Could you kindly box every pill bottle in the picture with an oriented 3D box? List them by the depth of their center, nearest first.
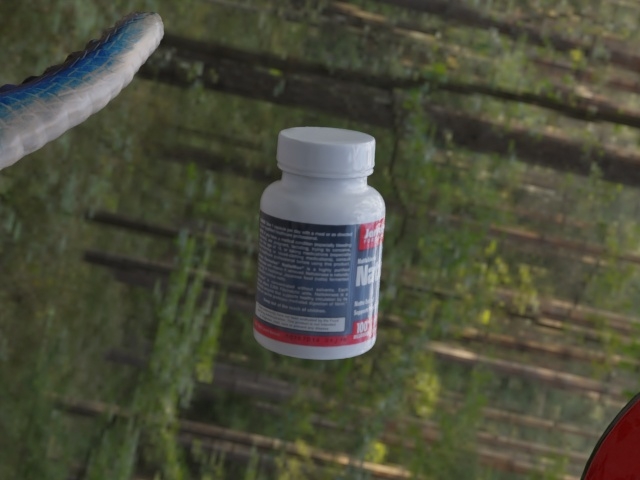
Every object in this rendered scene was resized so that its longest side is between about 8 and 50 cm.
[{"bbox_3d":[0.000,0.000,1.131,0.108,0.108,0.180,-85,178,-75],"label":"pill bottle"}]

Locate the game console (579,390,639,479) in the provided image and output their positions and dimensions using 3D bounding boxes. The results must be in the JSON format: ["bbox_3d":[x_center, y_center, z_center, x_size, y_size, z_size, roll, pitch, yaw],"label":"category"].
[{"bbox_3d":[0.320,0.096,0.620,0.342,0.386,0.060,53,-2,-37],"label":"game console"}]

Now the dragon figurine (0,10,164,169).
[{"bbox_3d":[-0.161,0.012,0.310,0.289,0.144,0.085,-56,175,-17],"label":"dragon figurine"}]
